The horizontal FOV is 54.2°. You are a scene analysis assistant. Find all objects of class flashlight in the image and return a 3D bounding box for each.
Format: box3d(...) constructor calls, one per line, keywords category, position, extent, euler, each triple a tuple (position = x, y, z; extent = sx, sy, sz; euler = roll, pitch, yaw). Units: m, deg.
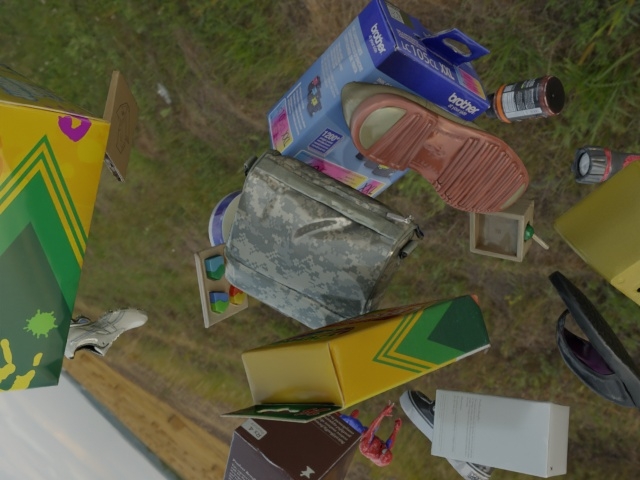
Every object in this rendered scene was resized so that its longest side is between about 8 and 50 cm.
box3d(category="flashlight", position=(0.825, -0.193, 1.648), extent=(0.304, 0.103, 0.103), euler=(3, 172, -7))

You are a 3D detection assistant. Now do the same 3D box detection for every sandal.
box3d(category="sandal", position=(0.574, 0.264, 1.260), extent=(0.445, 0.107, 0.167), euler=(54, -159, -4))

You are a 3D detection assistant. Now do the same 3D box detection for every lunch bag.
box3d(category="lunch bag", position=(0.000, 0.000, 1.072), extent=(0.305, 0.212, 0.256), euler=(29, 149, 10))

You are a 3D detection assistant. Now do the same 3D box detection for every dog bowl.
box3d(category="dog bowl", position=(-0.214, -0.034, 1.997), extent=(0.265, 0.265, 0.104), euler=(52, 156, -21))

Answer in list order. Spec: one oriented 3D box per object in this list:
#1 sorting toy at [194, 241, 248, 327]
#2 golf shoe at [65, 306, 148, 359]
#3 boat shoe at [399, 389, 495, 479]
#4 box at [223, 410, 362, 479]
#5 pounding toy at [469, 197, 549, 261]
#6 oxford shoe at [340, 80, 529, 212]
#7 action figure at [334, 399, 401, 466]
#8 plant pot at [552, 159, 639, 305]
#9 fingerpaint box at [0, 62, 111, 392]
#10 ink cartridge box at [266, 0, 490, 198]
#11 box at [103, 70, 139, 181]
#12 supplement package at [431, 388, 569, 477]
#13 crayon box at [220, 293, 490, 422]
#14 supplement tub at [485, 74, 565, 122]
box3d(category="sorting toy", position=(-0.245, 0.105, 1.616), extent=(0.038, 0.208, 0.192), euler=(-2, 100, 25))
box3d(category="golf shoe", position=(-0.411, 0.181, 1.196), extent=(0.086, 0.176, 0.069), euler=(64, 145, 23))
box3d(category="boat shoe", position=(0.273, 0.384, 1.321), extent=(0.108, 0.102, 0.301), euler=(35, -178, -24))
box3d(category="box", position=(-0.057, 0.411, 1.139), extent=(0.168, 0.167, 0.203), euler=(34, 128, 24))
box3d(category="pounding toy", position=(0.395, -0.025, 1.302), extent=(0.141, 0.100, 0.130), euler=(12, 128, 30))
box3d(category="oxford shoe", position=(0.203, -0.168, 1.067), extent=(0.397, 0.140, 0.146), euler=(24, -152, -34))
box3d(category="action figure", position=(0.122, 0.413, 1.433), extent=(0.091, 0.139, 0.280), euler=(41, 177, -18))
box3d(category="plant pot", position=(0.639, 0.008, 1.251), extent=(0.212, 0.187, 0.212), euler=(31, 122, -26))
box3d(category="fingerpaint box", position=(-0.496, -0.055, 0.891), extent=(0.163, 0.371, 0.445), euler=(4, -161, -44))
box3d(category="ink cartridge box", position=(0.121, -0.266, 1.179), extent=(0.270, 0.151, 0.395), euler=(16, 137, -38))
box3d(category="box", position=(-0.463, -0.259, 1.439), extent=(0.021, 0.201, 0.164), euler=(5, 160, 0))
box3d(category="supplement package", position=(0.277, 0.293, 0.964), extent=(0.179, 0.105, 0.105), euler=(-1, 164, 36))
box3d(category="crayon box", position=(0.043, 0.150, 0.823), extent=(0.202, 0.319, 0.081), euler=(-18, 85, 51))
box3d(category="supplement tub", position=(0.536, -0.371, 1.665), extent=(0.198, 0.106, 0.106), euler=(2, 134, 51))
